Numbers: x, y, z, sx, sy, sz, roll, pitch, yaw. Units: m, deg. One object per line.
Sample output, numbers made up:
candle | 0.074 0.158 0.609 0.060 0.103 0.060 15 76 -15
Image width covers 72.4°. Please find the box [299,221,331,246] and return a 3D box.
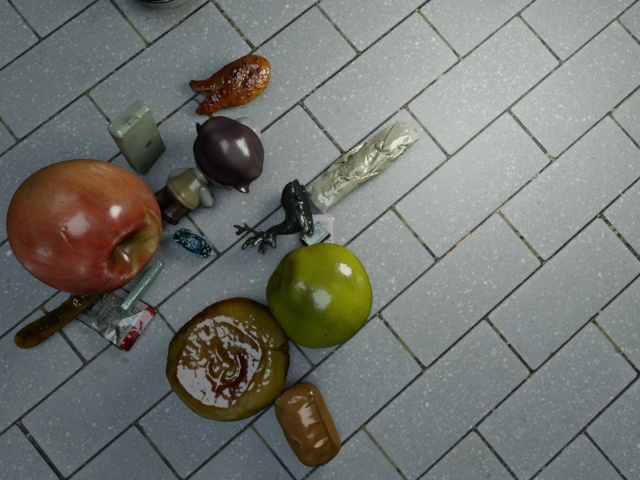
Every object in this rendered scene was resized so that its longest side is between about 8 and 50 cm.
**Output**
box | -0.016 -0.011 1.283 0.085 0.063 0.060 -41 88 -3

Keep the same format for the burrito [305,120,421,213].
burrito | 0.127 -0.235 1.335 0.392 0.076 0.117 -37 75 -3

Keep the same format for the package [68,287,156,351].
package | -0.624 0.206 1.288 0.239 0.030 0.154 33 85 4

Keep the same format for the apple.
apple | -0.614 -0.044 1.147 0.364 0.364 0.363 0 84 -2

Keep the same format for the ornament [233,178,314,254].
ornament | -0.147 -0.063 1.289 0.236 0.080 0.202 -23 58 16

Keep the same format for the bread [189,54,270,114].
bread | -0.275 -0.479 1.339 0.269 0.095 0.139 -20 78 0

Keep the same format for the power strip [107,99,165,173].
power strip | -0.507 -0.282 1.229 0.046 0.270 0.118 35 73 2

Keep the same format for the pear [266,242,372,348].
pear | 0.007 0.151 1.200 0.294 0.294 0.294 0 84 -2

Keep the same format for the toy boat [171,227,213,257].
toy boat | -0.377 0.009 1.302 0.137 0.061 0.060 33 84 1

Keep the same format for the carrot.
carrot | -0.734 0.206 1.255 0.314 0.066 0.066 -35 87 1

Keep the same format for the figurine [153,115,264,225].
figurine | -0.318 -0.196 1.293 0.365 0.206 0.218 -45 64 18

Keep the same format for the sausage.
sausage | -0.034 0.521 1.235 0.136 0.120 0.241 -29 86 10

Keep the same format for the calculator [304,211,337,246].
calculator | 0.000 0.000 1.331 0.100 0.032 0.174 -2 85 -2

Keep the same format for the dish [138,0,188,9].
dish | -0.483 -0.830 1.351 0.303 0.120 0.302 0 84 -2

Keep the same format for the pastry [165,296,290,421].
pastry | -0.251 0.328 1.227 0.356 0.164 0.355 1 85 -6

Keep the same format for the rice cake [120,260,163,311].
rice cake | -0.522 0.133 1.286 0.029 0.033 0.170 31 73 7
